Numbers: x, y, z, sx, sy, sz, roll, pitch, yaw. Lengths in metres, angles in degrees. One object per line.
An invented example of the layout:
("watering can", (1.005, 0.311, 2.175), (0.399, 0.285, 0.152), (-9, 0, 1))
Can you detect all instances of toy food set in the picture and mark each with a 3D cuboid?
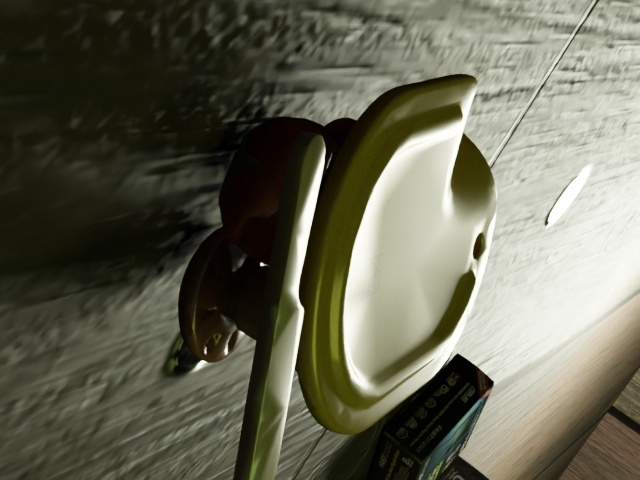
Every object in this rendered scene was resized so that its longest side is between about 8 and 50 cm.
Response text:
("toy food set", (0.000, 0.000, 0.503), (0.218, 0.071, 0.128), (-21, 121, -63))

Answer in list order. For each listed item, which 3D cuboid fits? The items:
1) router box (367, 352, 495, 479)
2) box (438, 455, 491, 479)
("router box", (0.082, 0.153, 1.038), (0.092, 0.038, 0.122), (-42, 160, -28))
("box", (0.141, 0.257, 1.371), (0.062, 0.052, 0.083), (-51, 164, -5))
